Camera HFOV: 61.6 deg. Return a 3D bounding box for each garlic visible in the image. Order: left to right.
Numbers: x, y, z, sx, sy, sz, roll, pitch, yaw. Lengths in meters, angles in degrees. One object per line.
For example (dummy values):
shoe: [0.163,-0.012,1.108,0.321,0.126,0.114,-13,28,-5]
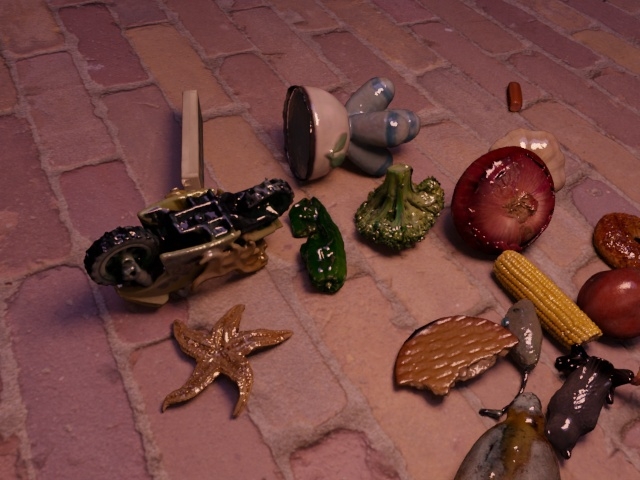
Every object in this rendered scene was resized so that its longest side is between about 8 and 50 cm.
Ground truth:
garlic: [0.504,-0.194,1.347,0.199,0.199,0.226,14,23,7]

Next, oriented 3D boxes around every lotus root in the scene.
lotus root: [0.290,0.382,0.822,0.158,0.140,0.322,4,37,32]

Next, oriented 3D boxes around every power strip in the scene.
power strip: [-0.313,-0.228,1.319,0.043,0.106,0.367,-6,50,-6]

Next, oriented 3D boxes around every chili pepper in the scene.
chili pepper: [-0.001,0.000,1.167,0.099,0.083,0.253,-15,47,-6]

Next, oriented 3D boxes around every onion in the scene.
onion: [0.401,-0.088,1.200,0.248,0.248,0.161,-21,29,-23]

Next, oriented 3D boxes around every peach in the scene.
peach: [0.590,0.122,1.081,0.152,0.152,0.152,3,48,-3]

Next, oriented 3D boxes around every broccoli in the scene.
broccoli: [0.178,-0.088,1.188,0.219,0.194,0.194,-17,52,-12]

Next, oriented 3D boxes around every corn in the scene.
corn: [0.455,0.120,1.102,0.081,0.081,0.248,-21,53,-22]

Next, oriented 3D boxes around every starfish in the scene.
starfish: [-0.183,0.206,0.992,0.277,0.062,0.236,-30,52,-23]

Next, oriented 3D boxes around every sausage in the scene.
sausage: [0.595,-0.444,1.644,0.039,0.041,0.131,8,48,8]

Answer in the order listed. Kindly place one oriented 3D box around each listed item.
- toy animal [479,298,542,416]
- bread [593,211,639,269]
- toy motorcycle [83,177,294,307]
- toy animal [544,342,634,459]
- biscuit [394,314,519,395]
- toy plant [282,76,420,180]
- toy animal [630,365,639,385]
toy animal: [0.375,0.227,1.021,0.079,0.070,0.253,-4,51,40]
bread: [0.726,0.008,1.243,0.193,0.064,0.193,5,48,-6]
toy motorcycle: [-0.239,0.005,1.039,0.410,0.237,0.169,-23,69,-27]
toy animal: [0.467,0.281,0.939,0.121,0.117,0.210,33,51,14]
biscuit: [0.254,0.215,1.002,0.228,0.031,0.176,-2,45,12]
toy plant: [0.091,-0.274,1.329,0.332,0.247,0.247,-7,49,-17]
toy animal: [0.636,0.340,0.908,0.149,0.054,0.275,-6,65,-5]
